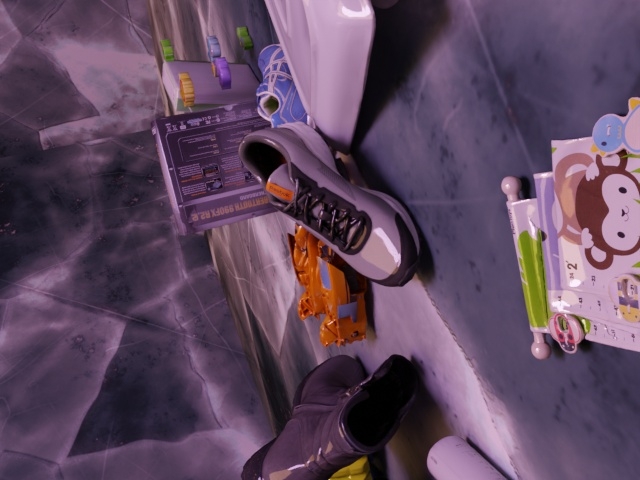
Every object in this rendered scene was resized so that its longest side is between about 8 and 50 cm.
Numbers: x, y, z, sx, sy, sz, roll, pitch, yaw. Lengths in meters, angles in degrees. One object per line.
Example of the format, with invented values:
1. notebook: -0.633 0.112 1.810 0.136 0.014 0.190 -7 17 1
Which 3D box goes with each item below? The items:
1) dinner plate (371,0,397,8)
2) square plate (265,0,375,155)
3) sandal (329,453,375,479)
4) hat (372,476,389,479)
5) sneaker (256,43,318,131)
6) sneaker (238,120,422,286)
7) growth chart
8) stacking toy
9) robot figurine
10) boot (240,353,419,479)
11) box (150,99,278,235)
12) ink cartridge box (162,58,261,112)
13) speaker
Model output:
1. dinner plate: 0.051 -0.299 0.562 0.141 0.017 0.141 166 90 -75
2. square plate: -0.032 -0.297 0.643 0.344 0.049 0.347 93 158 -81
3. sandal: 0.055 0.423 1.033 0.138 0.126 0.317 -86 -13 -68
4. hat: 0.087 0.390 0.739 0.133 0.331 0.331 -62 26 5
5. sneaker: -0.061 -0.230 0.866 0.211 0.081 0.080 -119 20 -43
6. sneaker: 0.003 -0.040 0.682 0.271 0.108 0.100 44 123 24
7. growth chart: 0.192 0.002 0.360 0.237 0.021 0.171 165 91 -73
8. stacking toy: -0.182 -0.321 1.029 0.052 0.167 0.221 95 155 -45
9. robot figurine: 0.000 0.000 0.862 0.211 0.085 0.290 -147 44 -64
10. boot: 0.052 0.225 0.801 0.118 0.338 0.223 46 117 -1
11. box: -0.133 -0.124 0.931 0.056 0.231 0.182 -168 63 -68
12. ink cartridge box: -0.182 -0.258 1.070 0.235 0.171 0.056 60 144 40
13. speaker: 0.168 0.259 0.600 0.136 0.055 0.055 -150 47 -66
